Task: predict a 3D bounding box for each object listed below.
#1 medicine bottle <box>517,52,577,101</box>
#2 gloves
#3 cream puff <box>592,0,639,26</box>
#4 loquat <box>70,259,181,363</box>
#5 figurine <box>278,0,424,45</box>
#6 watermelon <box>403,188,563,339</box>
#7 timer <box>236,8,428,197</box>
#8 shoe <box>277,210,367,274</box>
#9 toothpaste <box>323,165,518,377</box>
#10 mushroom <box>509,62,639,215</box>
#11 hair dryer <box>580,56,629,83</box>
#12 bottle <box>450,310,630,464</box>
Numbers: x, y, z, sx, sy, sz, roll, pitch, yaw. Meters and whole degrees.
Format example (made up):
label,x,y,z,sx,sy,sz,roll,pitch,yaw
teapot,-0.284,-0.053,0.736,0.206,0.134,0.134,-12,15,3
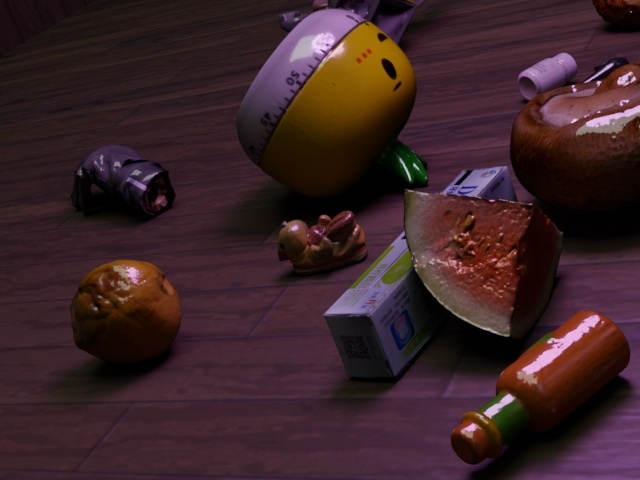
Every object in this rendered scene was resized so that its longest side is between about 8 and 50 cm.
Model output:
label,x,y,z,sx,sy,sz,roll,pitch,yaw
medicine bottle,0.350,-0.253,1.729,0.089,0.052,0.052,-31,26,-25
gloves,-0.331,-0.101,1.862,0.142,0.119,0.285,3,0,-43
cream puff,0.537,-0.407,1.892,0.149,0.084,0.149,-13,28,7
loquat,-0.233,0.086,1.334,0.137,0.137,0.113,-17,50,4
figurine,0.084,-0.477,2.265,0.342,0.167,0.285,3,33,1
watermelon,0.174,0.031,1.155,0.192,0.145,0.137,12,-10,-16
timer,0.046,-0.163,1.585,0.285,0.285,0.285,-16,24,7
shoe,0.003,-0.002,1.418,0.109,0.069,0.072,0,29,25
toothpaste,0.126,0.028,1.249,0.067,0.081,0.336,-4,27,38
mushroom,0.343,-0.119,1.316,0.253,0.153,0.253,-18,14,5
hair dryer,0.428,-0.257,1.728,0.079,0.031,0.083,-29,10,-1
bottle,0.190,0.133,0.986,0.187,0.069,0.069,-32,27,-28
